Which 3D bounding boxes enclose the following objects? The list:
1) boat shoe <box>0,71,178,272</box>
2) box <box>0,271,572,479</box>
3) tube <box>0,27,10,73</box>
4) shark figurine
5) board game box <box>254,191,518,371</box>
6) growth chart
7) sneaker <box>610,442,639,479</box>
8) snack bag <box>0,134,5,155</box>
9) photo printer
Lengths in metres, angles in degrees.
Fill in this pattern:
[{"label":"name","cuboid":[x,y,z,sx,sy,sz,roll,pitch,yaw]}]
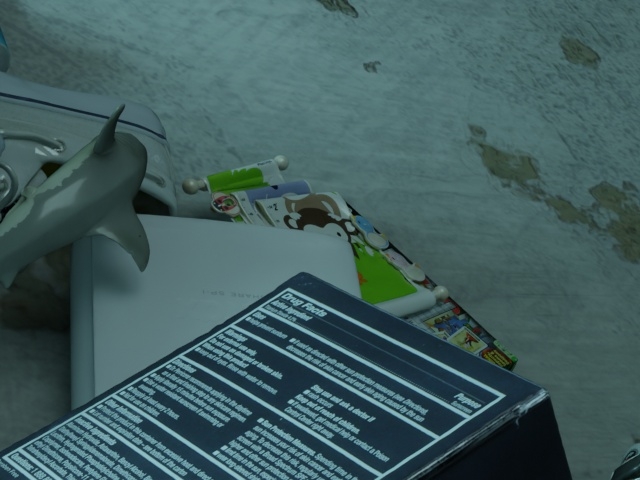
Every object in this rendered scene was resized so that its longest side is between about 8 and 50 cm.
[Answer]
[{"label":"boat shoe","cuboid":[-0.282,-0.048,1.737,0.367,0.136,0.156,8,48,-39]},{"label":"box","cuboid":[-0.025,0.196,1.334,0.294,0.183,0.296,-31,29,-22]},{"label":"tube","cuboid":[-0.356,-0.231,1.990,0.080,0.052,0.207,13,31,-30]},{"label":"shark figurine","cuboid":[-0.201,0.002,1.598,0.116,0.166,0.278,46,59,-2]},{"label":"board game box","cuboid":[0.057,0.056,1.912,0.259,0.030,0.136,43,38,21]},{"label":"growth chart","cuboid":[0.000,0.000,1.903,0.237,0.021,0.172,41,34,18]},{"label":"sneaker","cuboid":[0.290,0.244,1.754,0.330,0.122,0.146,3,32,-47]},{"label":"snack bag","cuboid":[-0.370,-0.069,1.470,0.037,0.323,0.342,6,46,31]},{"label":"photo printer","cuboid":[-0.079,0.111,1.640,0.256,0.107,0.307,6,38,-11]}]
